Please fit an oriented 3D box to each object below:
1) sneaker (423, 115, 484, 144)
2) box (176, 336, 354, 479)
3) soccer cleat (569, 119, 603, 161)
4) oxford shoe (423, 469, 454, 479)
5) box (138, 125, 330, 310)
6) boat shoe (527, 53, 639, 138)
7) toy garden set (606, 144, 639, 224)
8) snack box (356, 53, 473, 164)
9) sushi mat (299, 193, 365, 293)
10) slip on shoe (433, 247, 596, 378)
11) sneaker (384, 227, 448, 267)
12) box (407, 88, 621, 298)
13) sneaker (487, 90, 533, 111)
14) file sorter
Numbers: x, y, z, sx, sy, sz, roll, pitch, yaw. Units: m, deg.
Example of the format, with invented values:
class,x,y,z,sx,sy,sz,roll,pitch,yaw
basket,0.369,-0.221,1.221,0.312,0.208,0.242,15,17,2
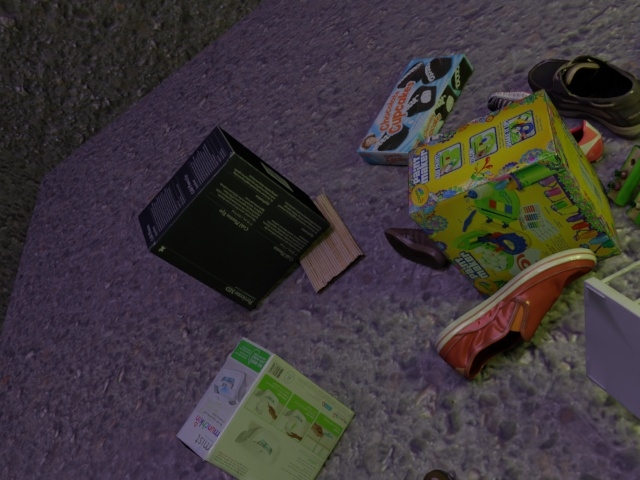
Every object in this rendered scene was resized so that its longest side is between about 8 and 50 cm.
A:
class,x,y,z,sx,sy,sz,roll,pitch,yaw
sneaker,0.332,-0.211,1.735,0.234,0.078,0.106,-15,49,42
box,-0.099,0.360,1.466,0.127,0.262,0.231,17,70,52
soccer cleat,0.454,-0.168,1.548,0.248,0.095,0.083,-22,42,29
oxford shoe,0.187,0.468,1.213,0.083,0.096,0.227,-28,38,27
box,-0.216,-0.049,1.882,0.312,0.343,0.179,-47,36,8
boat shoe,0.558,-0.330,1.567,0.132,0.130,0.355,-48,36,-1
toy garden set,0.596,-0.103,1.288,0.244,0.049,0.203,-113,36,-52
snack box,0.244,-0.338,1.954,0.187,0.060,0.321,9,63,49
sushi mat,0.000,0.000,1.916,0.151,0.019,0.316,-42,36,8
slip on shoe,0.360,0.132,1.357,0.331,0.123,0.101,-39,59,11
sneaker,0.222,0.006,1.662,0.071,0.066,0.188,-39,38,-18
box,0.353,-0.072,1.393,0.279,0.290,0.177,-23,42,28
sneaker,0.433,-0.296,1.717,0.170,0.063,0.074,18,95,65
file sorter,0.531,0.161,1.051,0.173,0.192,0.277,-24,33,-14
